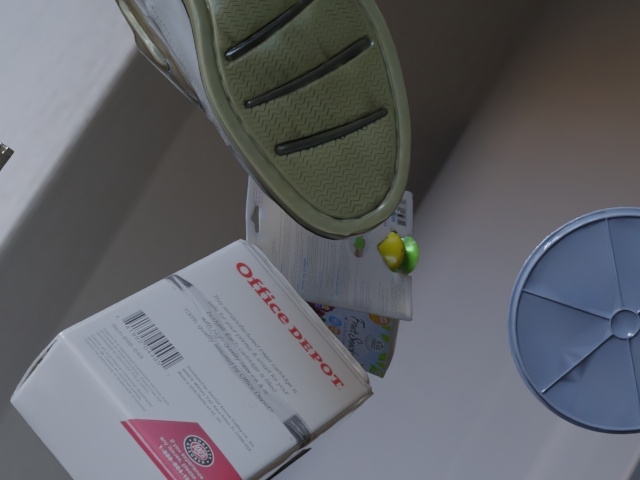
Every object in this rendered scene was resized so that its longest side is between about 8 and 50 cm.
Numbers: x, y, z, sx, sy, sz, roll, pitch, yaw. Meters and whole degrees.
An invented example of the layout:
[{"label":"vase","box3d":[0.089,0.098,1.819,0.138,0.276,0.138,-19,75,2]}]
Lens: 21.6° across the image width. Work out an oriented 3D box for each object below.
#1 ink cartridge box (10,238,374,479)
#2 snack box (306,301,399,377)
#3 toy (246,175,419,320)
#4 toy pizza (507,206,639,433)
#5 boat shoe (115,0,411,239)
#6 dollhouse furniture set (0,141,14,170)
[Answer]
[{"label":"ink cartridge box","box3d":[-0.086,0.109,1.203,0.158,0.218,0.092,49,-51,9]},{"label":"snack box","box3d":[0.034,0.087,1.827,0.100,0.037,0.141,20,-31,10]},{"label":"toy","box3d":[0.000,0.000,1.660,0.237,0.137,0.056,12,-16,-42]},{"label":"toy pizza","box3d":[0.262,0.069,1.461,0.201,0.201,0.032,33,9,-5]},{"label":"boat shoe","box3d":[-0.048,-0.132,0.962,0.302,0.113,0.103,61,-17,6]},{"label":"dollhouse furniture set","box3d":[-0.380,-0.108,1.603,0.151,0.144,0.123,39,-5,-20]}]
